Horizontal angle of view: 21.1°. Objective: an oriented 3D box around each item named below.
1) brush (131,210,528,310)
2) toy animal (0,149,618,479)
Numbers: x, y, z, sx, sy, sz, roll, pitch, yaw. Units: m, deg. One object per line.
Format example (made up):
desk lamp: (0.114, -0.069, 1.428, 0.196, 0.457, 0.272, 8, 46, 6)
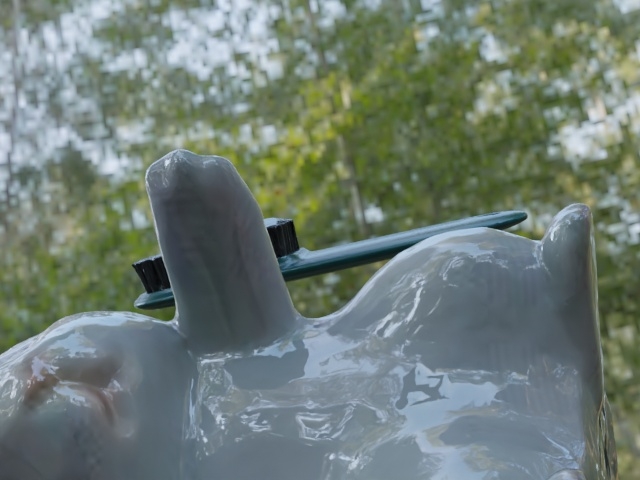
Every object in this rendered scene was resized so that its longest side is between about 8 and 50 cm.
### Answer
brush: (0.000, 0.000, 0.801, 0.193, 0.032, 0.043, -14, 4, 15)
toy animal: (-0.046, 0.066, 0.491, 0.282, 0.140, 0.138, 2, -37, -1)
